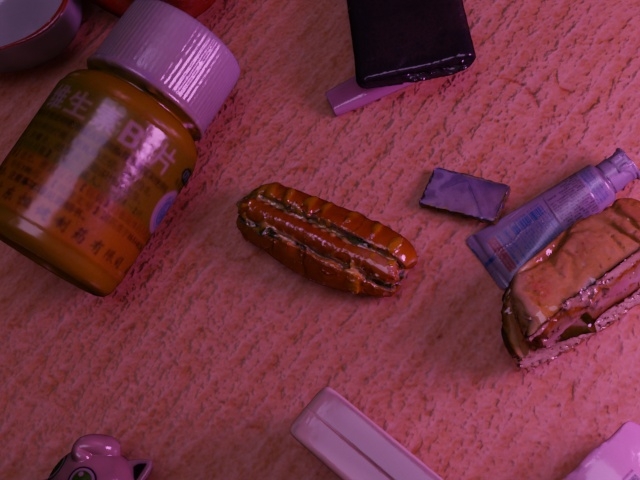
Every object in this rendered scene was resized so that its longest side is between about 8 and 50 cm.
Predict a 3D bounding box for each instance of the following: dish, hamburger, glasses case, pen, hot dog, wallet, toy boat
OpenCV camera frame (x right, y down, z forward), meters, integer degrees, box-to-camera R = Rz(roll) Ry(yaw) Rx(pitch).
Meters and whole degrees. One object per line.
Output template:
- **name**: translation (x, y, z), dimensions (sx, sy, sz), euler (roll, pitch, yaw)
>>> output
- **dish**: translation (-0.489, -0.372, 1.562), dimensions (0.256, 0.117, 0.256), euler (-4, 67, 10)
- **hamburger**: translation (0.328, 0.051, 1.225), dimensions (0.262, 0.124, 0.131), euler (-34, 47, -7)
- **glasses case**: translation (0.116, 0.310, 1.147), dimensions (0.336, 0.144, 0.076), euler (37, 81, 23)
- **pen**: translation (0.103, -0.242, 1.429), dimensions (0.197, 0.032, 0.053), euler (-25, 64, 5)
- **hot dog**: translation (0.000, 0.000, 1.337), dimensions (0.269, 0.072, 0.115), euler (21, 82, 18)
- **wallet**: translation (0.123, -0.362, 1.446), dimensions (0.171, 0.044, 0.321), euler (-11, 56, 9)
- **toy boat**: translation (0.197, -0.061, 1.335), dimensions (0.115, 0.016, 0.063), euler (17, 71, 27)

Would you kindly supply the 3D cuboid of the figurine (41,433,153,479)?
- **figurine**: translation (-0.292, 0.317, 1.245), dimensions (0.125, 0.125, 0.138), euler (29, 65, 21)

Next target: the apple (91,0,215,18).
- **apple**: translation (-0.263, -0.454, 1.471), dimensions (0.261, 0.260, 0.216), euler (2, 63, 13)

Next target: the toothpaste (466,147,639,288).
- **toothpaste**: translation (0.311, -0.035, 1.293), dimensions (0.234, 0.057, 0.089), euler (-35, 63, 5)

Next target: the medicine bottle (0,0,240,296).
- **medicine bottle**: translation (-0.288, -0.132, 1.366), dimensions (0.224, 0.224, 0.384), euler (26, 75, 20)

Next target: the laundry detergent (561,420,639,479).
- **laundry detergent**: translation (0.424, 0.366, 1.089), dimensions (0.159, 0.088, 0.335), euler (-42, 67, -6)
